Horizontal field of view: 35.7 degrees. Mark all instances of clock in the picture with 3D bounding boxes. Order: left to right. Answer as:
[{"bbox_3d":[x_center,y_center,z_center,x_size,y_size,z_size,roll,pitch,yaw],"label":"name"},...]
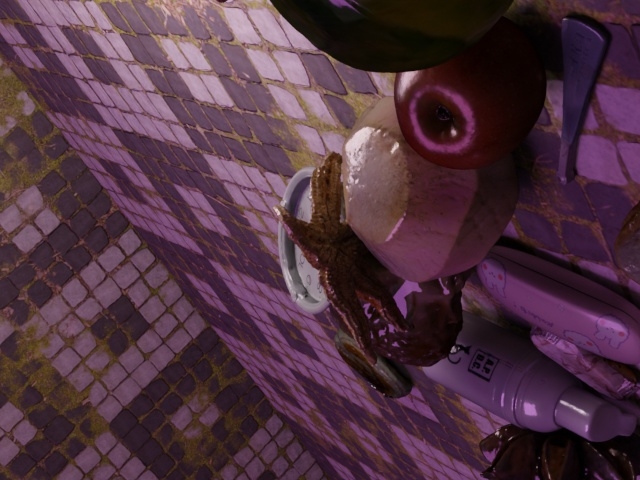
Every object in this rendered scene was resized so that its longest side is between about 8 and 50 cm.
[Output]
[{"bbox_3d":[0.000,0.000,1.584,0.236,0.053,0.236,178,90,-65],"label":"clock"}]

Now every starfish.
[{"bbox_3d":[0.037,0.023,1.409,0.060,0.299,0.302,-22,89,29],"label":"starfish"}]

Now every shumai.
[{"bbox_3d":[0.114,0.033,1.574,0.283,0.217,0.346,109,137,-75],"label":"shumai"}]

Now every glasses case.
[{"bbox_3d":[0.354,0.092,1.465,0.297,0.075,0.113,28,157,42],"label":"glasses case"}]

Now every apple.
[{"bbox_3d":[0.166,-0.170,1.139,0.181,0.168,0.181,22,135,24],"label":"apple"}]

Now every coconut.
[{"bbox_3d":[0.146,-0.076,1.346,0.259,0.259,0.259,39,160,17],"label":"coconut"}]

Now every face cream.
[{"bbox_3d":[0.349,0.242,1.687,0.369,0.145,0.145,23,151,46],"label":"face cream"}]

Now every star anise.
[{"bbox_3d":[0.421,0.366,1.709,0.315,0.315,0.108,180,88,-64],"label":"star anise"}]

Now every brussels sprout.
[{"bbox_3d":[0.060,-0.307,0.936,0.289,0.281,0.354,32,179,-9],"label":"brussels sprout"}]

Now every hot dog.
[{"bbox_3d":[0.413,0.182,1.562,0.191,0.059,0.108,38,169,2],"label":"hot dog"}]

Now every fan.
[{"bbox_3d":[0.293,-0.156,1.163,0.057,0.023,0.282,34,157,24],"label":"fan"}]

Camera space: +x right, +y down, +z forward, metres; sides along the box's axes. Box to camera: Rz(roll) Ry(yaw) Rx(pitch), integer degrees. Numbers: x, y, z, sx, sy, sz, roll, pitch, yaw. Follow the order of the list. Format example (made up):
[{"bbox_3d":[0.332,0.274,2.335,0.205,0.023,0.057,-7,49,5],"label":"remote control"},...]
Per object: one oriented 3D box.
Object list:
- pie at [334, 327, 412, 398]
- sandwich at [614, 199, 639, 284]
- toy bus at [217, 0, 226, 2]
[{"bbox_3d":[0.125,0.299,2.414,0.240,0.054,0.240,41,163,15],"label":"pie"},{"bbox_3d":[0.465,0.033,1.089,0.273,0.095,0.249,39,164,14],"label":"sandwich"},{"bbox_3d":[-0.104,-0.470,1.060,0.233,0.203,0.427,45,164,14],"label":"toy bus"}]
